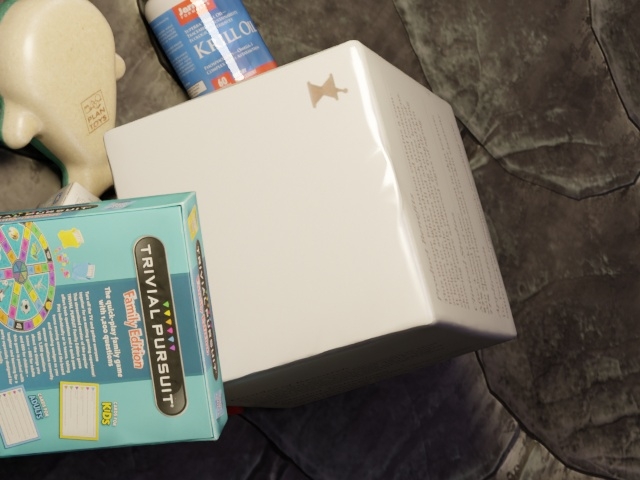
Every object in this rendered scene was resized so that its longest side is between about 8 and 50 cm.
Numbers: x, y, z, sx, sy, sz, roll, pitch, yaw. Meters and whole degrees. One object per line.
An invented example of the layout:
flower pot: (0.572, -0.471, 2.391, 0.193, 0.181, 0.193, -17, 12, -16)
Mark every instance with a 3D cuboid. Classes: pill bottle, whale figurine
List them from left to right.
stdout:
whale figurine: (-0.327, -0.170, 2.016, 0.216, 0.141, 0.272, -45, 128, -42)
pill bottle: (-0.157, -0.284, 2.194, 0.124, 0.124, 0.221, -33, 95, -44)

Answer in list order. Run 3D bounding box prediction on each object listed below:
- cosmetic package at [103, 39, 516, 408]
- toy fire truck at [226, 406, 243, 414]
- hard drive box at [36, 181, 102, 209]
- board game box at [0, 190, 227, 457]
cosmetic package: (0.000, 0.000, 1.971, 0.393, 0.327, 0.329, 19, 55, -69)
toy fire truck: (-0.154, 0.180, 1.988, 0.192, 0.047, 0.135, -55, 132, -60)
hard drive box: (-0.287, 0.080, 1.949, 0.181, 0.089, 0.232, 40, 50, -22)
board game box: (-0.283, 0.094, 1.750, 0.079, 0.336, 0.254, -63, 147, -77)
